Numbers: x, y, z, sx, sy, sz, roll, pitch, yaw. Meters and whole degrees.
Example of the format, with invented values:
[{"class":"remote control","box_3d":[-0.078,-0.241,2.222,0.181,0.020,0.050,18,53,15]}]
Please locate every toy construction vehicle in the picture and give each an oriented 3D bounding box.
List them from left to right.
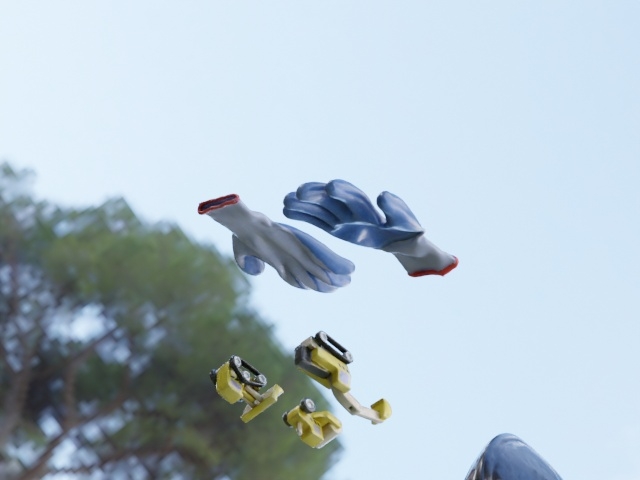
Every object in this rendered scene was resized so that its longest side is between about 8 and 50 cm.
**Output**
[{"class":"toy construction vehicle","box_3d":[-0.013,0.106,1.268,0.086,0.035,0.098,-34,-60,28]}]

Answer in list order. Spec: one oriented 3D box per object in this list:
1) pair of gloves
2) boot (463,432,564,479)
[{"class":"pair of gloves","box_3d":[0.000,0.000,1.480,0.198,0.023,0.159,-12,-34,40]},{"class":"boot","box_3d":[0.072,0.300,1.479,0.096,0.264,0.280,36,-58,-13]}]
